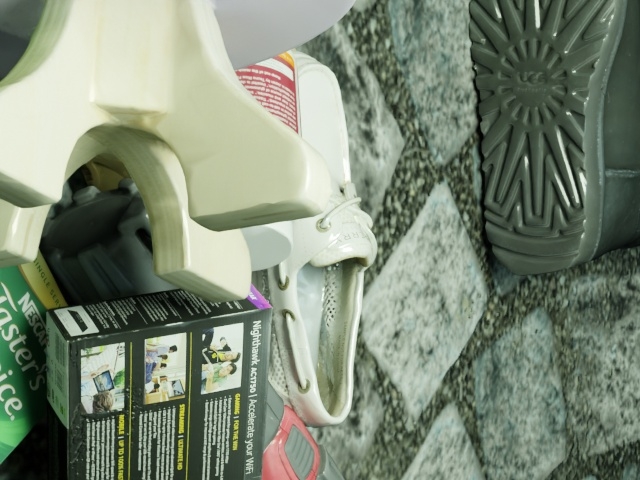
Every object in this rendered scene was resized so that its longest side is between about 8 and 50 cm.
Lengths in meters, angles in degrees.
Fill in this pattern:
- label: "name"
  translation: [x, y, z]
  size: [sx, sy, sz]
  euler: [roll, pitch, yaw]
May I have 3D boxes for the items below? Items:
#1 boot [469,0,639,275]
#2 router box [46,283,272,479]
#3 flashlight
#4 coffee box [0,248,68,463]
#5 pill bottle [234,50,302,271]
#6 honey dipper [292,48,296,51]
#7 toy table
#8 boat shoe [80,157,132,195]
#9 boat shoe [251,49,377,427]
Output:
- label: "boot"
  translation: [0.323, -0.170, 1.625]
  size: [0.445, 0.146, 0.367]
  euler: [-12, 111, -49]
- label: "router box"
  translation: [-0.102, 0.120, 1.050]
  size: [0.133, 0.046, 0.179]
  euler: [-8, 118, -25]
- label: "flashlight"
  translation: [-0.087, 0.094, 1.136]
  size: [0.103, 0.103, 0.304]
  euler: [-37, 123, -6]
- label: "coffee box"
  translation: [-0.218, 0.084, 0.997]
  size: [0.184, 0.040, 0.113]
  euler: [-50, 129, -41]
- label: "pill bottle"
  translation: [-0.054, -0.060, 1.138]
  size: [0.086, 0.086, 0.152]
  euler: [37, 41, -48]
- label: "honey dipper"
  translation: [-0.019, -0.131, 1.272]
  size: [0.030, 0.030, 0.161]
  euler: [-57, 138, -35]
- label: "toy table"
  translation: [-0.108, -0.075, 0.918]
  size: [0.252, 0.274, 0.161]
  euler: [22, 61, -46]
- label: "boat shoe"
  translation: [-0.134, -0.055, 1.099]
  size: [0.153, 0.056, 0.048]
  euler: [56, 19, -32]
- label: "boat shoe"
  translation: [0.000, 0.000, 1.230]
  size: [0.098, 0.096, 0.277]
  euler: [-6, 98, -44]
